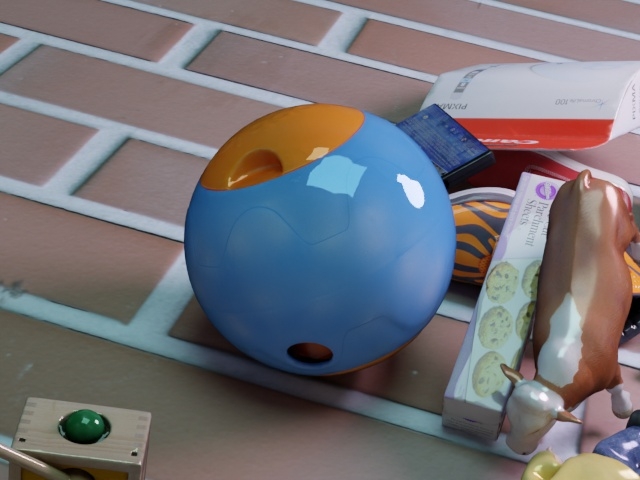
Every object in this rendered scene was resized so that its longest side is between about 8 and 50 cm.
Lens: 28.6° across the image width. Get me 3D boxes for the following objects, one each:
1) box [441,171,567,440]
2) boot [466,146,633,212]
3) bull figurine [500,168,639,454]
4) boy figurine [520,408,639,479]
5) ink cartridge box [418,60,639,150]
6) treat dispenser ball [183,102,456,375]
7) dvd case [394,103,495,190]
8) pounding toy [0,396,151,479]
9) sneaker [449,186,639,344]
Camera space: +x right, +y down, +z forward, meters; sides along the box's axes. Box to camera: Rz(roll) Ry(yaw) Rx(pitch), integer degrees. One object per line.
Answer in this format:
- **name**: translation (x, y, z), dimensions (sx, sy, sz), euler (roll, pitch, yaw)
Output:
- **box**: translation (0.208, 0.065, 1.378), dimensions (0.067, 0.063, 0.324), euler (16, 55, 14)
- **boot**: translation (0.297, -0.049, 1.693), dimensions (0.244, 0.088, 0.176), euler (17, 35, 8)
- **bull figurine**: translation (0.273, 0.086, 1.310), dimensions (0.101, 0.310, 0.188), euler (6, -18, 29)
- **boy figurine**: translation (0.262, 0.258, 1.168), dimensions (0.177, 0.092, 0.285), euler (28, 36, 33)
- **ink cartridge box**: translation (0.284, -0.195, 1.771), dimensions (0.308, 0.091, 0.385), euler (5, 14, 32)
- **treat dispenser ball**: translation (0.000, 0.000, 1.325), dimensions (0.288, 0.288, 0.288), euler (8, 31, -5)
- **dvd case**: translation (0.076, -0.079, 1.593), dimensions (0.253, 0.022, 0.180), euler (-29, 32, -5)
- **pounding toy**: translation (-0.217, 0.200, 1.070), dimensions (0.130, 0.141, 0.100), euler (8, 31, -4)
- **sneaker**: translation (0.261, 0.036, 1.499), dimensions (0.321, 0.125, 0.180), euler (5, 30, -8)
